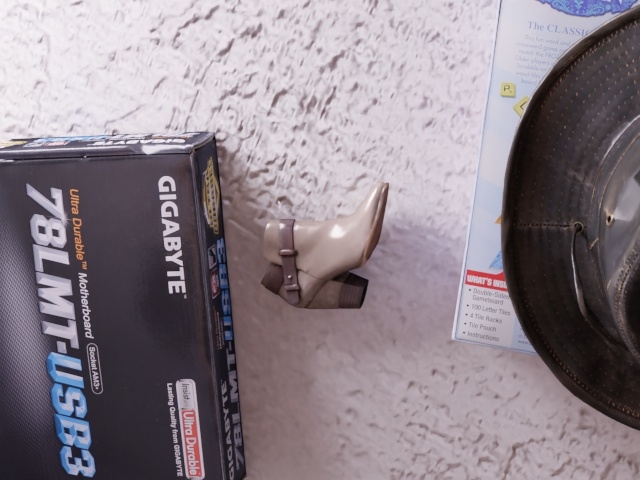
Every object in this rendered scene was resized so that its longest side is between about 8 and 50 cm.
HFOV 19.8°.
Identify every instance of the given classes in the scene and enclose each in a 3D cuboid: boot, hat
[{"bbox_3d":[0.000,0.000,1.415,0.087,0.042,0.118,17,107,11],"label":"boot"},{"bbox_3d":[0.262,0.002,1.231,0.331,0.134,0.331,4,106,14],"label":"hat"}]

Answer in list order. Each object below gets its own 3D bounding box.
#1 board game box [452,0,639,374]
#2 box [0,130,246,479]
[{"bbox_3d":[0.273,-0.056,1.319,0.319,0.066,0.318,11,107,11],"label":"board game box"},{"bbox_3d":[-0.217,0.064,1.471,0.293,0.073,0.295,0,105,15],"label":"box"}]
